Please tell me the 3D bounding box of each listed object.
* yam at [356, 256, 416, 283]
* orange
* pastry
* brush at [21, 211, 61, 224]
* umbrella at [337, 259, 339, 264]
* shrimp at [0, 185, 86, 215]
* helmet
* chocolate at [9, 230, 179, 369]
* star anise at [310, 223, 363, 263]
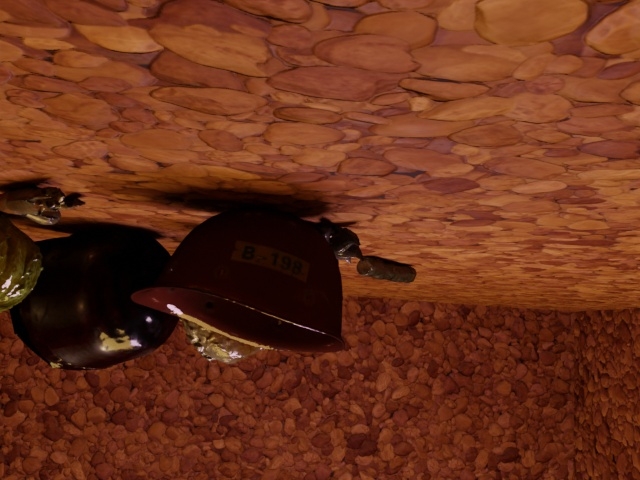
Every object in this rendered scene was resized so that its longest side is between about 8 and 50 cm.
[{"bbox_3d":[0.194,0.088,1.922,0.061,0.061,0.253,-2,171,37],"label":"yam"},{"bbox_3d":[-0.750,0.042,1.425,0.300,0.223,0.301,-21,156,36],"label":"orange"},{"bbox_3d":[-0.195,0.136,1.555,0.136,0.330,0.329,-10,165,38],"label":"pastry"},{"bbox_3d":[-0.625,-0.072,1.227,0.039,0.042,0.299,-28,152,37],"label":"brush"},{"bbox_3d":[0.022,0.058,1.822,0.070,0.071,0.248,2,179,10],"label":"umbrella"},{"bbox_3d":[-0.480,-0.070,1.169,0.143,0.052,0.251,-3,-174,-41],"label":"shrimp"},{"bbox_3d":[-0.118,0.054,1.212,0.384,0.230,0.337,17,162,-4],"label":"helmet"},{"bbox_3d":[-0.517,0.124,1.629,0.331,0.384,0.383,-23,157,38],"label":"chocolate"},{"bbox_3d":[0.000,0.000,1.371,0.180,0.061,0.204,13,168,-14],"label":"star anise"}]
